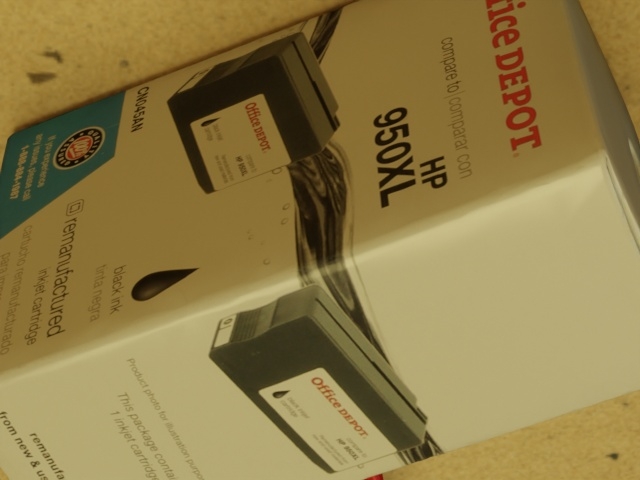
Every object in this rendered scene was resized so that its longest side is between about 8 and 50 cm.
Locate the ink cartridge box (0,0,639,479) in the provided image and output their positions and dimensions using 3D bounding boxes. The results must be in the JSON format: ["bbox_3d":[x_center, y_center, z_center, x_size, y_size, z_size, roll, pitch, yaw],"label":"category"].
[{"bbox_3d":[0.000,0.000,1.159,0.395,0.285,0.166,-20,123,12],"label":"ink cartridge box"}]

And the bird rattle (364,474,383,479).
[{"bbox_3d":[-0.072,0.222,1.420,0.253,0.143,0.207,-36,102,19],"label":"bird rattle"}]
